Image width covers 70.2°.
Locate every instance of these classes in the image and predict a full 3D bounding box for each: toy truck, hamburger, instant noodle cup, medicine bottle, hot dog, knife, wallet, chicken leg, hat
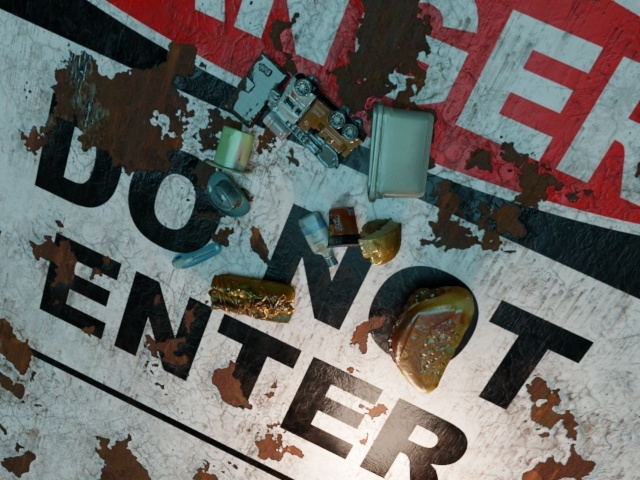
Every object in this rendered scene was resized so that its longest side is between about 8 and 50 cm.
[{"bbox_3d":[-0.022,-0.399,1.491,0.338,0.133,0.184,41,117,-8],"label":"toy truck"},{"bbox_3d":[0.206,0.016,1.533,0.135,0.208,0.155,-7,100,16],"label":"hamburger"},{"bbox_3d":[0.078,-0.045,1.584,0.127,0.127,0.135,-5,88,12],"label":"instant noodle cup"},{"bbox_3d":[-0.146,-0.394,1.561,0.058,0.058,0.091,-43,94,19],"label":"medicine bottle"},{"bbox_3d":[-0.264,0.222,1.733,0.349,0.117,0.158,11,107,8],"label":"hot dog"},{"bbox_3d":[0.000,0.000,1.649,0.090,0.054,0.208,-25,101,13],"label":"medicine bottle"},{"bbox_3d":[-0.485,0.061,1.774,0.222,0.031,0.064,-21,97,16],"label":"knife"},{"bbox_3d":[-0.218,-0.508,1.551,0.124,0.042,0.230,40,111,-7],"label":"wallet"},{"bbox_3d":[0.365,0.328,1.603,0.223,0.185,0.405,20,109,3],"label":"hot dog"},{"bbox_3d":[-0.279,-0.173,1.671,0.083,0.021,0.036,36,126,0],"label":"chicken leg"},{"bbox_3d":[-0.346,-0.158,1.651,0.191,0.078,0.138,44,123,-1],"label":"hat"}]

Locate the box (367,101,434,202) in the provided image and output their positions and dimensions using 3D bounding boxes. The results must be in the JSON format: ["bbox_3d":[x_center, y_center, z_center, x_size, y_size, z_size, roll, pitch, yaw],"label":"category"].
[{"bbox_3d":[0.252,-0.279,1.466,0.182,0.175,0.312,4,107,1],"label":"box"}]

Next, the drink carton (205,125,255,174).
[{"bbox_3d":[-0.300,-0.314,1.577,0.146,0.144,0.142,20,103,4],"label":"drink carton"}]
